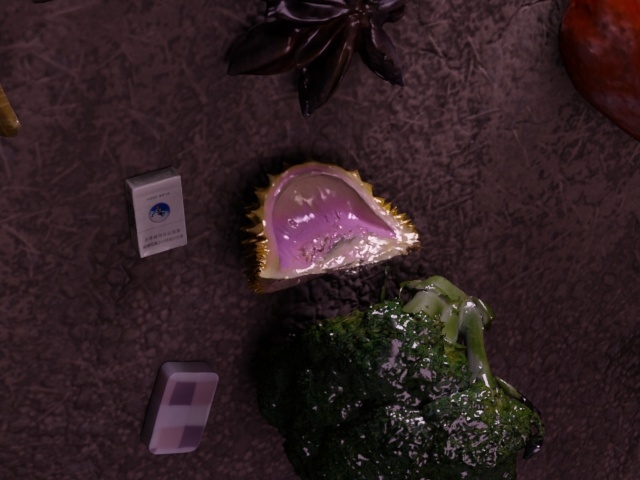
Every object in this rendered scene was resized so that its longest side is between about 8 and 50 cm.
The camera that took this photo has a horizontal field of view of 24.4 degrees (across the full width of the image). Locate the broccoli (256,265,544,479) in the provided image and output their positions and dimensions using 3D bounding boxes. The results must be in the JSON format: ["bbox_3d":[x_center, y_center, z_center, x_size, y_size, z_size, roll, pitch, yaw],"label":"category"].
[{"bbox_3d":[0.079,0.163,1.620,0.304,0.321,0.283,53,47,-30],"label":"broccoli"}]

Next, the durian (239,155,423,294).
[{"bbox_3d":[-0.002,0.002,1.543,0.182,0.132,0.165,-38,138,-11],"label":"durian"}]

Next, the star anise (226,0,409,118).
[{"bbox_3d":[0.023,-0.239,1.422,0.212,0.129,0.283,-6,129,-21],"label":"star anise"}]

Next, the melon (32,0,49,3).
[{"bbox_3d":[-0.224,-0.297,1.278,0.098,0.054,0.182,-16,124,-15],"label":"melon"}]

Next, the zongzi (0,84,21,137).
[{"bbox_3d":[-0.405,-0.161,1.185,0.286,0.134,0.288,-26,120,-11],"label":"zongzi"}]

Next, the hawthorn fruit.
[{"bbox_3d":[0.390,-0.228,1.566,0.284,0.284,0.284,-15,124,-23],"label":"hawthorn fruit"}]

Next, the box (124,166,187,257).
[{"bbox_3d":[-0.166,-0.028,1.494,0.054,0.024,0.083,-16,126,-20],"label":"box"}]

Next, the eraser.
[{"bbox_3d":[-0.155,0.183,1.627,0.065,0.026,0.105,0,117,-34],"label":"eraser"}]
